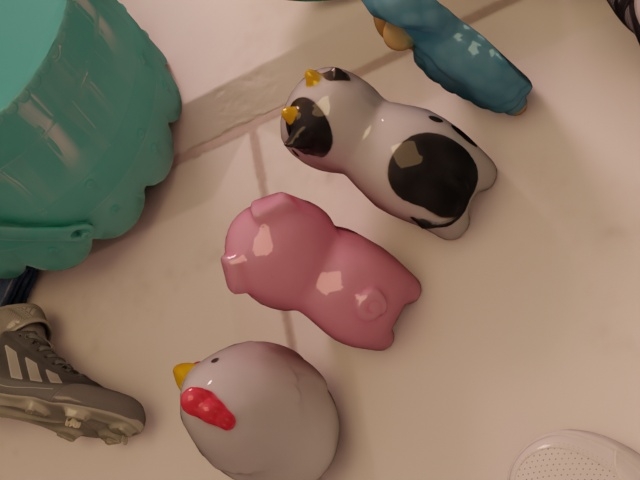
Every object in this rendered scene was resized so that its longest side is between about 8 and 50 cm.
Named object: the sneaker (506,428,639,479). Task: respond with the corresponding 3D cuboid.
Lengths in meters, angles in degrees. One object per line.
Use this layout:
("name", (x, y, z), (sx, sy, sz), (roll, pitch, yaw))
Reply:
("sneaker", (0.167, 0.210, 0.583), (0.108, 0.169, 0.292), (-43, 56, 16))

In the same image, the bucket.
("bucket", (-0.267, -0.123, 0.910), (0.281, 0.183, 0.281), (-6, 65, 14))

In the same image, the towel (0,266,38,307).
("towel", (-0.296, 0.022, 1.016), (0.119, 0.029, 0.067), (27, 92, 36))

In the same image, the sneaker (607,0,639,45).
("sneaker", (0.194, -0.179, 0.733), (0.153, 0.101, 0.268), (-12, 96, 64))

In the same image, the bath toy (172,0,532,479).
("bath toy", (0.000, 0.000, 0.779), (0.151, 0.129, 0.348), (28, 91, 35))

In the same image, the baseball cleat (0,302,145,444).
("baseball cleat", (-0.222, 0.100, 0.920), (0.206, 0.072, 0.109), (5, 58, 21))
